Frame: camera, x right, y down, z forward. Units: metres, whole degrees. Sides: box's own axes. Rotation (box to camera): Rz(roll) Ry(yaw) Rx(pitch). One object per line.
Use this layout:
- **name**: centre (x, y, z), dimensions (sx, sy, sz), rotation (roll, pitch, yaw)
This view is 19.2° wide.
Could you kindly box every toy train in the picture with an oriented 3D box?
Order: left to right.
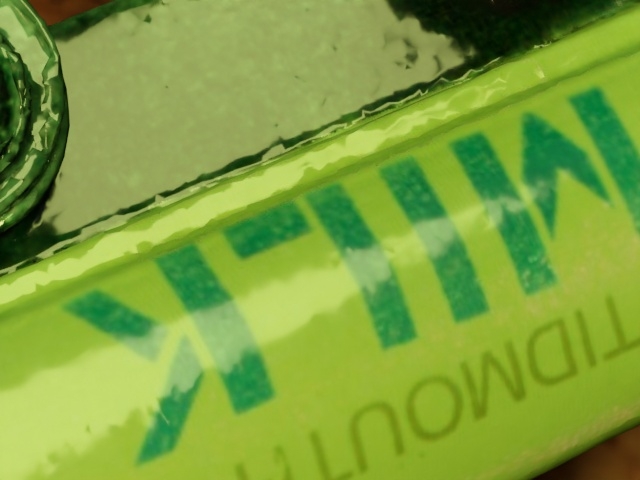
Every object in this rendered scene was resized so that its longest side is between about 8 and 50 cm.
- **toy train**: centre (0.000, 0.000, 0.398), dimensions (0.253, 0.105, 0.157), rotation (-24, 78, -17)
